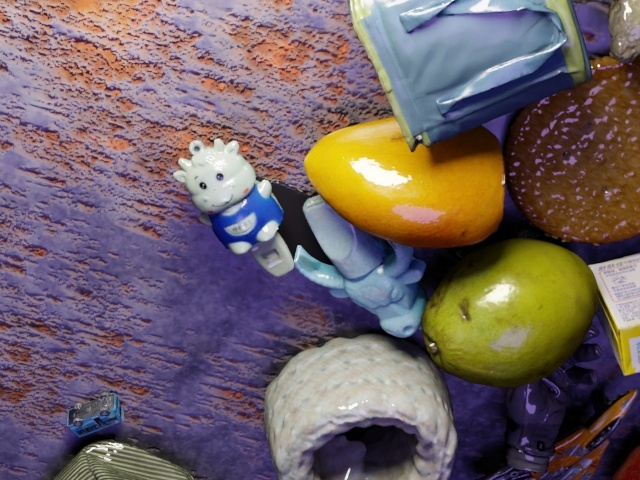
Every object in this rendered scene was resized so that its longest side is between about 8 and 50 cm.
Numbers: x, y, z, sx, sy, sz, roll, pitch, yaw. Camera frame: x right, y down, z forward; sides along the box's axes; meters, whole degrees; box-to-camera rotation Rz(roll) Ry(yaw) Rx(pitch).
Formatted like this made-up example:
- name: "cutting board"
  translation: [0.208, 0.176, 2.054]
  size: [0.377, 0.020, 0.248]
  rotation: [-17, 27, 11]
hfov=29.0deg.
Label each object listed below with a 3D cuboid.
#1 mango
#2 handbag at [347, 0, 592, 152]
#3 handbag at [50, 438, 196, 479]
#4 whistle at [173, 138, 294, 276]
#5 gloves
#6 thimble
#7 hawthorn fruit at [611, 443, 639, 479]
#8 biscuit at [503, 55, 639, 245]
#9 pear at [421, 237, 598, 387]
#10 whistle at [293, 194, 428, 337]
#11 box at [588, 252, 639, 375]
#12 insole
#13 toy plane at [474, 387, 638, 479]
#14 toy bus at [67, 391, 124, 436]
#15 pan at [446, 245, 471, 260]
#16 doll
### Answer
- name: "mango"
  translation: [0.109, -0.079, 1.619]
  size: [0.257, 0.187, 0.138]
  rotation: [-3, 167, -9]
- name: "handbag"
  translation: [0.176, -0.270, 1.486]
  size: [0.241, 0.222, 0.263]
  rotation: [-18, 124, 12]
- name: "handbag"
  translation: [-0.282, 0.493, 1.949]
  size: [0.247, 0.240, 0.341]
  rotation: [-43, 118, 16]
- name: "whistle"
  translation: [-0.109, -0.040, 1.675]
  size: [0.110, 0.092, 0.244]
  rotation: [-27, 121, 9]
- name: "gloves"
  translation: [0.344, 0.232, 1.911]
  size: [0.142, 0.119, 0.285]
  rotation: [7, 116, -33]
- name: "thimble"
  translation: [0.060, 0.298, 1.880]
  size: [0.292, 0.195, 0.291]
  rotation: [-3, 124, -4]
- name: "hawthorn fruit"
  translation: [0.611, 0.450, 2.017]
  size: [0.230, 0.266, 0.210]
  rotation: [-34, 140, 20]
- name: "biscuit"
  translation: [0.402, -0.124, 1.723]
  size: [0.305, 0.038, 0.305]
  rotation: [-3, 123, -5]
- name: "pear"
  translation: [0.270, 0.103, 1.761]
  size: [0.269, 0.212, 0.212]
  rotation: [-24, 128, -20]
- name: "whistle"
  translation: [0.072, 0.036, 1.751]
  size: [0.186, 0.093, 0.274]
  rotation: [-15, 128, 39]
- name: "box"
  translation: [0.543, 0.084, 1.808]
  size: [0.265, 0.168, 0.097]
  rotation: [-15, 123, 2]
- name: "insole"
  translation: [0.000, 0.000, 1.778]
  size: [0.348, 0.009, 0.119]
  rotation: [25, 120, -22]
- name: "toy plane"
  translation: [0.405, 0.338, 2.013]
  size: [0.204, 0.103, 0.316]
  rotation: [24, 112, -24]
- name: "toy bus"
  translation: [-0.346, 0.269, 1.904]
  size: [0.083, 0.038, 0.046]
  rotation: [-22, 129, 10]
- name: "pan"
  translation: [0.146, -0.043, 1.753]
  size: [0.136, 0.028, 0.235]
  rotation: [-35, 121, 15]
- name: "doll"
  translation: [0.372, -0.357, 1.525]
  size: [0.286, 0.091, 0.202]
  rotation: [40, 77, -40]
